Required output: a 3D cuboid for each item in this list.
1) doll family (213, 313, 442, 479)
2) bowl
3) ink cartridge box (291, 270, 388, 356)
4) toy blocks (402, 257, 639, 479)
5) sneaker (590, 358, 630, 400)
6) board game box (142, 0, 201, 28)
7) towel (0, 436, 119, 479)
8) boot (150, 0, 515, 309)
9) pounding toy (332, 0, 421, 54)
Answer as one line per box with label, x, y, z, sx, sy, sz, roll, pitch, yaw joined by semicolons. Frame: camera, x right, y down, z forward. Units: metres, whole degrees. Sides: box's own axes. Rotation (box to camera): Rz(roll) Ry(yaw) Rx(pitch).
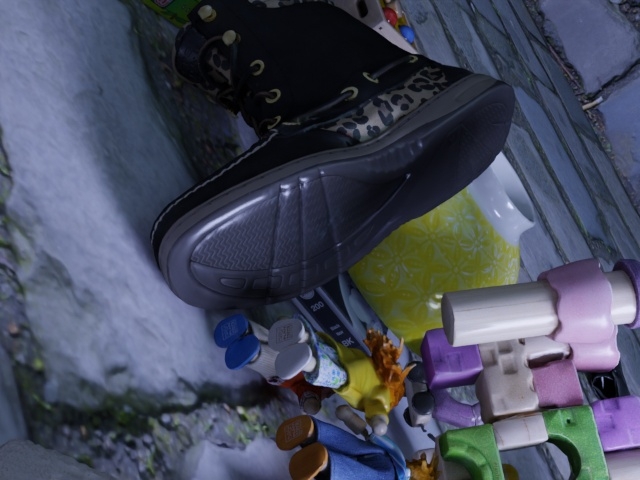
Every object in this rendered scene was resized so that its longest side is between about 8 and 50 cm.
doll family;0.028;0.155;0.790;0.163;0.118;0.262;31;35;-46
bowl;0.132;-0.029;1.063;0.289;0.156;0.289;46;25;-29
ink cartridge box;0.000;0.000;1.018;0.208;0.045;0.206;50;25;-15
toy blocks;0.232;0.184;0.834;0.309;0.260;0.288;98;-17;-68
sneaker;0.474;0.224;1.651;0.089;0.051;0.170;27;42;-57
board game box;-0.122;-0.258;1.092;0.181;0.043;0.092;29;38;-47
towel;-0.074;0.207;0.481;0.282;0.049;0.187;24;25;3
boot;-0.043;-0.109;0.914;0.284;0.377;0.138;40;-33;33
pounding toy;0.090;-0.349;1.537;0.130;0.100;0.141;32;35;-45
